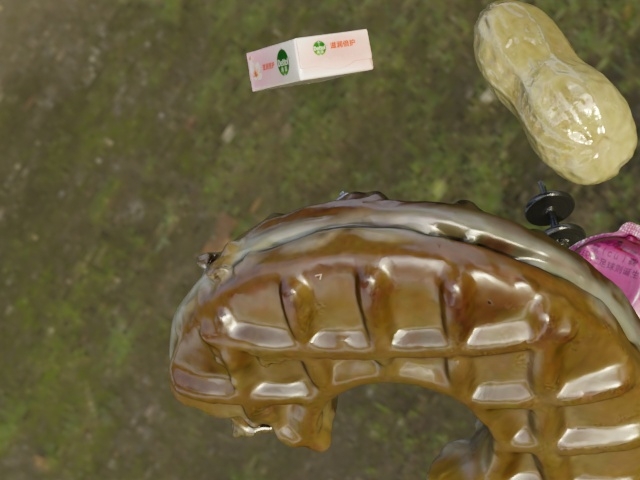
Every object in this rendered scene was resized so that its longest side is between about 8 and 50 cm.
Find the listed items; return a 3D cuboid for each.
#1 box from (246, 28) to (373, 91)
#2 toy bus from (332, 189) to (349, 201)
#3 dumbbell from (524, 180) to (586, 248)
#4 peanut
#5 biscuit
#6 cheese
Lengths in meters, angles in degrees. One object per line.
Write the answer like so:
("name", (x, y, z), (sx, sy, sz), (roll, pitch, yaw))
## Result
("box", (-0.012, -0.189, 1.558), (0.125, 0.089, 0.043), (-2, 98, 62))
("toy bus", (0.000, 0.000, 1.359), (0.102, 0.052, 0.058), (-34, -6, -34))
("dumbbell", (0.307, -0.021, 1.938), (0.069, 0.069, 0.147), (-37, 46, 29))
("peanut", (0.260, -0.177, 1.683), (0.123, 0.123, 0.257), (-43, 67, 22))
("biscuit", (0.082, 0.088, 1.060), (0.268, 0.366, 0.115), (-55, 16, 42))
("cheese", (0.294, 0.089, 1.588), (0.155, 0.062, 0.244), (23, 75, 33))
